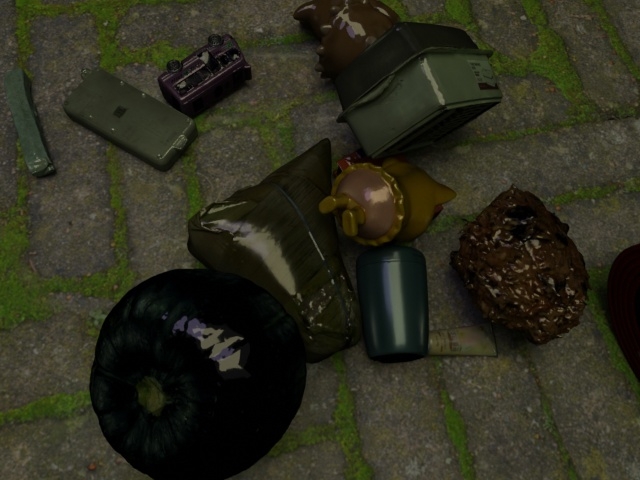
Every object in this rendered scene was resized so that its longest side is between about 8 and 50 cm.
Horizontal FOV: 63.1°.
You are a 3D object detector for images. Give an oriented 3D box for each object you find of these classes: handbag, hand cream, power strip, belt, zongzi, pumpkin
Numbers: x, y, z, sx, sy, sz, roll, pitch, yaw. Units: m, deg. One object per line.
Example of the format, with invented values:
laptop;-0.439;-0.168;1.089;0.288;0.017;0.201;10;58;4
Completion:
handbag;0.126;-0.098;0.994;0.127;0.063;0.190;-31;76;-15
hand cream;0.237;0.176;0.899;0.143;0.039;0.061;-3;67;-10
power strip;-0.373;-0.240;1.020;0.270;0.046;0.118;30;70;7
belt;0.598;0.147;0.838;0.115;0.227;0.323;-16;88;-10
zongzi;0.000;0.000;0.910;0.323;0.160;0.360;47;55;1
pumpkin;-0.166;0.185;0.738;0.315;0.238;0.315;5;103;20

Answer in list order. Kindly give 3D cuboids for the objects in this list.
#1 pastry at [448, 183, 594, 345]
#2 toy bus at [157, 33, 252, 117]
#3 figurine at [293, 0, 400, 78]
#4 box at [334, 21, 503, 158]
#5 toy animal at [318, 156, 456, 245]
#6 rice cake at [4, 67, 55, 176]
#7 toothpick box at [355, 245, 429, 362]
pastry;0.330;0.049;0.884;0.275;0.193;0.275;31;44;-36
toy bus;-0.229;-0.329;1.050;0.178;0.087;0.098;-40;77;-15
figurine;0.041;-0.419;1.060;0.247;0.177;0.173;45;52;2
box;0.177;-0.269;0.938;0.290;0.220;0.166;-21;83;-48
toy animal;0.102;-0.066;0.855;0.230;0.156;0.156;-23;68;-43
rice cake;-0.563;-0.227;1.003;0.045;0.042;0.245;-22;71;-10
toothpick box;0.123;0.110;0.872;0.120;0.120;0.184;-1;69;-5
